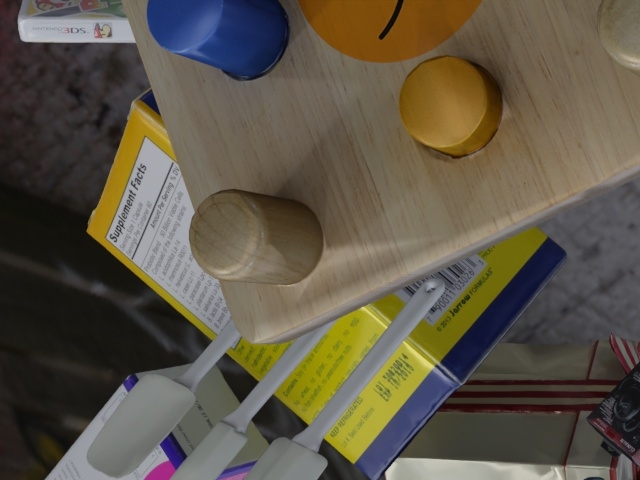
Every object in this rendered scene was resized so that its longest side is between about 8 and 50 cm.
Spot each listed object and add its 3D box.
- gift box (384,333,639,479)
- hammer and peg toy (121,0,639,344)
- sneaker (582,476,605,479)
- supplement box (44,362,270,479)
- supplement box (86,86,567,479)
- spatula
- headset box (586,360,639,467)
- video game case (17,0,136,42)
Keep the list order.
[{"bbox_3d":[0.217,0.237,1.413,0.258,0.255,0.276,1,122,18],"label":"gift box"},{"bbox_3d":[0.010,-0.163,0.606,0.266,0.361,0.127,-28,164,24],"label":"hammer and peg toy"},{"bbox_3d":[0.204,0.257,1.184,0.262,0.125,0.104,18,154,-32],"label":"sneaker"},{"bbox_3d":[-0.160,0.221,1.262,0.114,0.111,0.220,-5,143,-52],"label":"supplement box"},{"bbox_3d":[0.000,0.000,1.267,0.195,0.356,0.194,-44,171,-39],"label":"supplement box"},{"bbox_3d":[-0.035,0.092,0.989,0.242,0.168,0.019,-50,136,-23],"label":"spatula"},{"bbox_3d":[0.283,0.158,1.266,0.083,0.062,0.032,-47,136,-2],"label":"headset box"},{"bbox_3d":[-0.117,-0.224,1.112,0.206,0.227,0.026,0,131,-1],"label":"video game case"}]
